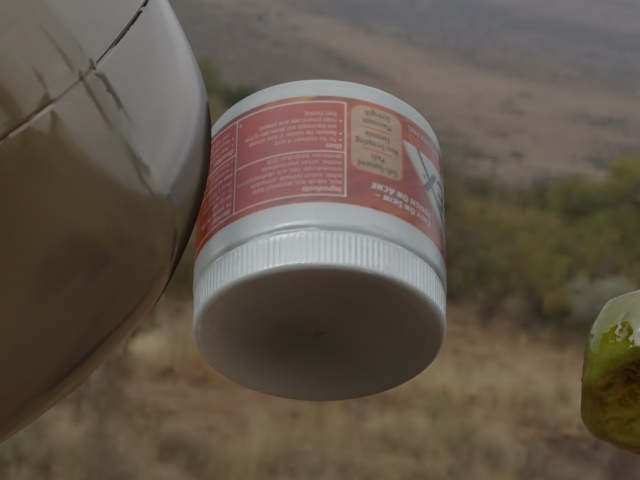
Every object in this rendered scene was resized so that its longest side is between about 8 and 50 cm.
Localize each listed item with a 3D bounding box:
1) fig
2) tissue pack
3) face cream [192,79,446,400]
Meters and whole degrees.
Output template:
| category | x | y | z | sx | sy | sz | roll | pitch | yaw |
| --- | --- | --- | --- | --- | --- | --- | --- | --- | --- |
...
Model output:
| category | x | y | z | sx | sy | sz | roll | pitch | yaw |
| --- | --- | --- | --- | --- | --- | --- | --- | --- | --- |
| fig | 0.289 | 0.105 | 1.620 | 0.154 | 0.144 | 0.165 | -27 | -7 | -28 |
| tissue pack | -0.193 | -0.052 | 0.946 | 0.267 | 0.277 | 0.387 | -35 | 15 | 6 |
| face cream | 0.000 | 0.000 | 1.555 | 0.201 | 0.201 | 0.187 | 6 | 54 | -8 |
